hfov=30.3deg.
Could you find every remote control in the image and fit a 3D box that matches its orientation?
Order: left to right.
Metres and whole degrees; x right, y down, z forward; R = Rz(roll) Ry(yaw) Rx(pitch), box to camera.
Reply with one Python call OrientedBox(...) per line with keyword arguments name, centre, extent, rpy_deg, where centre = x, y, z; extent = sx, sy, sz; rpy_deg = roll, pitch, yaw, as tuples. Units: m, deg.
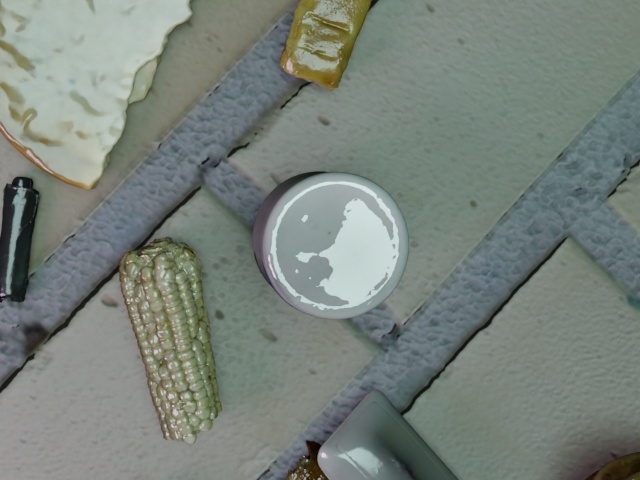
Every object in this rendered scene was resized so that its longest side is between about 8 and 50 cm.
OrientedBox(name="remote control", centre=(0.131, 0.305, 1.276), extent=(0.313, 0.055, 0.109), rpy_deg=(49, 63, -9))

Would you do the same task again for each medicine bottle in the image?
OrientedBox(name="medicine bottle", centre=(0.000, 0.000, 1.164), extent=(0.139, 0.237, 0.139), rpy_deg=(0, 92, -8))

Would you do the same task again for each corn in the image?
OrientedBox(name="corn", centre=(-0.151, 0.102, 1.233), extent=(0.087, 0.087, 0.211), rpy_deg=(-13, 101, -7))

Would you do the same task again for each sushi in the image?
OrientedBox(name="sushi", centre=(-0.022, 0.279, 1.270), extent=(0.055, 0.052, 0.120), rpy_deg=(22, 90, -8))

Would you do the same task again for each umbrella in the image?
OrientedBox(name="umbrella", centre=(-0.315, 0.000, 1.226), extent=(0.036, 0.031, 0.133), rpy_deg=(6, 92, -34))

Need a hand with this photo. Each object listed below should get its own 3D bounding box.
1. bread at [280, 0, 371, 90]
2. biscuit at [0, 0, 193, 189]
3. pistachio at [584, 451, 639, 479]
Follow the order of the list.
OrientedBox(name="bread", centre=(0.006, -0.228, 1.246), extent=(0.074, 0.053, 0.132), rpy_deg=(23, 88, -9))
OrientedBox(name="biscuit", centre=(-0.251, -0.226, 1.217), extent=(0.204, 0.040, 0.309), rpy_deg=(26, 89, -9))
OrientedBox(name="pistachio", centre=(0.383, 0.325, 1.283), extent=(0.260, 0.163, 0.213), rpy_deg=(1, 114, -21))
